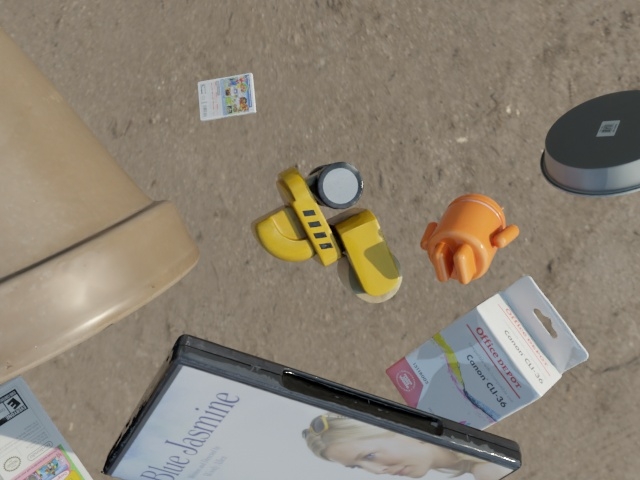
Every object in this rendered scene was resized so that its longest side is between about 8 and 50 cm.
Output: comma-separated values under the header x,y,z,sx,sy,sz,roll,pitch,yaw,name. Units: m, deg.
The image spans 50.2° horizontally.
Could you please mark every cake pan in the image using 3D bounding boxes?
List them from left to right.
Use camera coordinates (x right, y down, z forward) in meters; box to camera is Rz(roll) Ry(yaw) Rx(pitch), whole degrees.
x,y,z,sx,sy,sz,roll,pitch,yaw,name
0.569,-0.198,1.325,0.293,0.293,0.054,-25,124,9,cake pan

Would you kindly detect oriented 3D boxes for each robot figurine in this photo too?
x,y,z,sx,sy,sz,roll,pitch,yaw,name
0.290,-0.007,1.338,0.128,0.219,0.158,41,137,-5,robot figurine

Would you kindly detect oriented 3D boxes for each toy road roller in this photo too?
x,y,z,sx,sy,sz,roll,pitch,yaw,name
0.000,0.000,1.434,0.240,0.202,0.330,-27,98,-6,toy road roller

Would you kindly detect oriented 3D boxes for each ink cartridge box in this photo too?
x,y,z,sx,sy,sz,roll,pitch,yaw,name
0.180,0.139,0.762,0.198,0.067,0.115,-45,73,37,ink cartridge box

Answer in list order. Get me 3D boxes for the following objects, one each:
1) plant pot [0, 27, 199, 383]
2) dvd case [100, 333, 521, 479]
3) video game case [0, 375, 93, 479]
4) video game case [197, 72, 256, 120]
x,y,z,sx,sy,sz,roll,pitch,yaw,name
-0.260,-0.028,0.518,0.263,0.263,0.229,-24,100,9,plant pot
-0.012,0.158,0.492,0.252,0.022,0.180,22,134,-16,dvd case
-0.313,0.256,0.622,0.023,0.212,0.193,-36,88,38,video game case
-0.201,-0.307,1.462,0.121,0.011,0.087,-7,81,9,video game case
